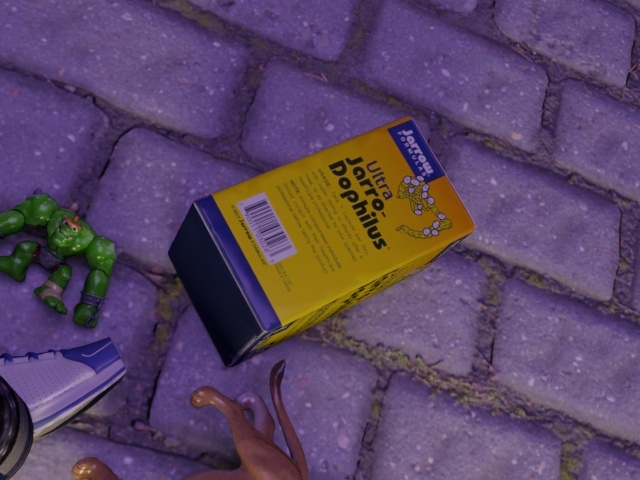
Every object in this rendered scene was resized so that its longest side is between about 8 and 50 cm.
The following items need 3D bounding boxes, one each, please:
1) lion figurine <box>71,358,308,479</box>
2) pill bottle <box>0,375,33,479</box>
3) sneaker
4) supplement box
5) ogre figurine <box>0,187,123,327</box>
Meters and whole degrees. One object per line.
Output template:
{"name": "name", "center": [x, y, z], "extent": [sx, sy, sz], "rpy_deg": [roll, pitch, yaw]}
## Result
{"name": "lion figurine", "center": [-0.136, 0.323, 1.024], "extent": [0.392, 0.142, 0.240], "rpy_deg": [-33, 60, -21]}
{"name": "pill bottle", "center": [-0.358, 0.185, 0.848], "extent": [0.122, 0.219, 0.123], "rpy_deg": [4, 72, -11]}
{"name": "sneaker", "center": [-0.402, 0.168, 1.018], "extent": [0.315, 0.127, 0.182], "rpy_deg": [-28, 83, -26]}
{"name": "supplement box", "center": [0.000, 0.000, 1.198], "extent": [0.356, 0.194, 0.195], "rpy_deg": [-25, 79, -27]}
{"name": "ogre figurine", "center": [-0.352, 0.014, 1.123], "extent": [0.197, 0.097, 0.118], "rpy_deg": [33, 79, 11]}
